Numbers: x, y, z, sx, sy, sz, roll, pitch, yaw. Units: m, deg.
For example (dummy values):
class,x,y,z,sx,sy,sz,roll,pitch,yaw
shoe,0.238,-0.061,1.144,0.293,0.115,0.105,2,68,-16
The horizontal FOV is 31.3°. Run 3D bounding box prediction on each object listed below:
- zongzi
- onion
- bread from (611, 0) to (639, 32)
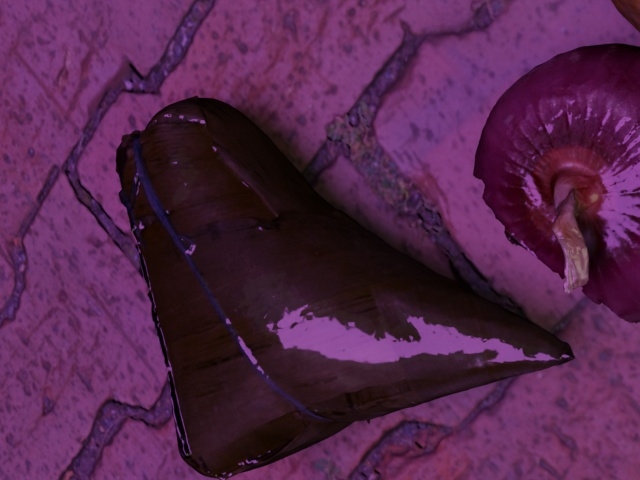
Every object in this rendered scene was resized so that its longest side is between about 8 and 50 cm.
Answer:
class,x,y,z,sx,sy,sz,roll,pitch,yaw
zongzi,0.000,0.000,1.030,0.393,0.174,0.356,-23,81,33
onion,0.231,-0.057,0.873,0.201,0.200,0.207,-64,35,24
bread,0.287,-0.245,0.812,0.244,0.134,0.244,13,113,32
